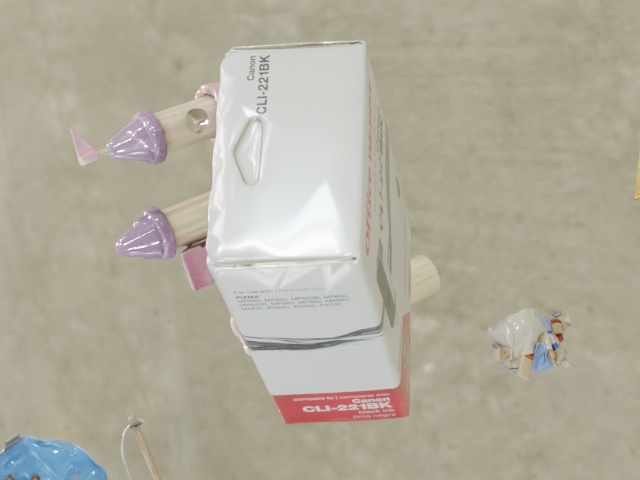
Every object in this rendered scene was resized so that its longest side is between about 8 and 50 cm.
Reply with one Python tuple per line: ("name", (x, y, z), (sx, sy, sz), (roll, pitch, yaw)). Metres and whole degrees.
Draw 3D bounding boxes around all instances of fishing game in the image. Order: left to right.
("fishing game", (-0.259, 0.270, 1.416), (0.189, 0.264, 0.041), (70, 163, -9))

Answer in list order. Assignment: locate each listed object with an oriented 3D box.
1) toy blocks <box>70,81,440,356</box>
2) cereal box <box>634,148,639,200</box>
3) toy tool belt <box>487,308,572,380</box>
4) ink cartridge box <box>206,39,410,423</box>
("toy blocks", (-0.090, -0.018, 1.548), (0.309, 0.260, 0.288), (0, 112, 63))
("cereal box", (0.296, -0.145, 1.108), (0.173, 0.047, 0.240), (180, 96, -72))
("toy tool belt", (0.164, 0.084, 1.168), (0.052, 0.083, 0.051), (-34, 64, 32))
("ink cartridge box", (0.000, 0.000, 1.225), (0.273, 0.114, 0.197), (69, -160, -58))
